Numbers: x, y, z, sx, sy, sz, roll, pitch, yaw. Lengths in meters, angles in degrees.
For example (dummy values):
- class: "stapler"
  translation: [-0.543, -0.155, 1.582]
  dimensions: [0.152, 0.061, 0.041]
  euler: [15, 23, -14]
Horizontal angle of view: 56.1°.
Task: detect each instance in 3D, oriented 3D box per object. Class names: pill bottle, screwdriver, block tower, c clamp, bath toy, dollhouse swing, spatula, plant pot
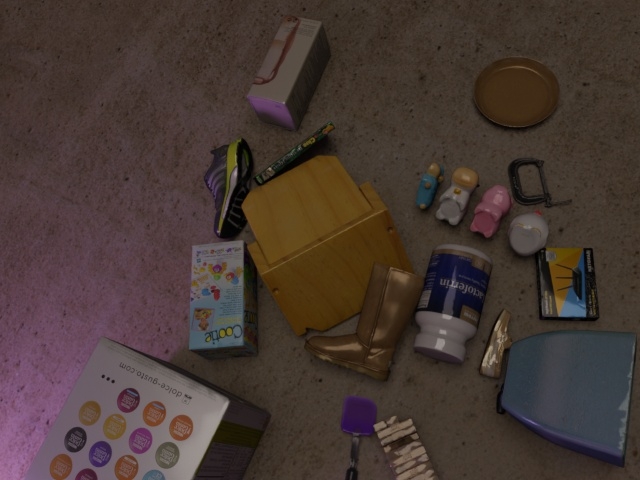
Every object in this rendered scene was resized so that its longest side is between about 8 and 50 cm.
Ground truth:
- class: "pill bottle"
  translation: [0.318, 0.154, 1.466]
  dimensions: [0.153, 0.153, 0.265]
  euler: [13, 73, 14]
- class: "screwdriver"
  translation: [0.446, 0.334, 1.449]
  dimensions: [0.025, 0.024, 0.170]
  euler: [25, 65, -13]
- class: "block tower"
  translation: [0.228, 0.563, 1.355]
  dimensions: [0.090, 0.097, 0.336]
  euler: [-24, 68, 1]
- class: "c clamp"
  translation: [0.580, -0.156, 1.614]
  dimensions: [0.137, 0.022, 0.161]
  euler: [-15, 69, 10]
- class: "bath toy"
  translation: [0.431, -0.088, 1.562]
  dimensions: [0.348, 0.129, 0.151]
  euler: [29, 121, 21]
- class: "dollhouse swing"
  translation: [0.000, 0.000, 1.602]
  dimensions: [0.346, 0.315, 0.305]
  euler: [-29, 32, -2]
- class: "spatula"
  translation: [0.079, 0.521, 1.430]
  dimensions: [0.084, 0.030, 0.297]
  euler: [5, 70, 9]
- class: "plant pot"
  translation: [0.542, 0.329, 1.320]
  dimensions: [0.252, 0.248, 0.247]
  euler: [7, 70, 29]
- class: "plant pot"
  translation: [0.555, -0.418, 1.711]
  dimensions: [0.236, 0.032, 0.236]
  euler: [-3, 69, 8]

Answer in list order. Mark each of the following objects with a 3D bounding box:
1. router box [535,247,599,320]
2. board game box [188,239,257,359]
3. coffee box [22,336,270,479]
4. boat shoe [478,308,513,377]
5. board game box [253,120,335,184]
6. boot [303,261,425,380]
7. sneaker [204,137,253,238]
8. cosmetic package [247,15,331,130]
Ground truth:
- class: "router box"
  translation: [0.609, 0.108, 1.490]
  dimensions: [0.133, 0.046, 0.179]
  euler: [-1, 69, 10]
- class: "board game box"
  translation: [-0.249, 0.157, 1.567]
  dimensions: [0.144, 0.142, 0.275]
  euler: [-5, 68, 7]
- class: "coffee box"
  translation: [-0.366, 0.463, 1.363]
  dimensions: [0.337, 0.338, 0.334]
  euler: [21, 75, 17]
- class: "boat shoe"
  translation: [0.437, 0.252, 1.459]
  dimensions: [0.059, 0.063, 0.170]
  euler: [20, 83, 14]
- class: "board game box"
  translation: [-0.077, -0.244, 1.702]
  dimensions: [0.259, 0.136, 0.030]
  euler: [-38, 101, -5]
- class: "boot"
  translation: [0.107, 0.183, 1.490]
  dimensions: [0.236, 0.089, 0.270]
  euler: [18, 90, 8]
- class: "sneaker"
  translation: [-0.272, -0.144, 1.722]
  dimensions: [0.121, 0.111, 0.300]
  euler: [-6, 66, 25]
- class: "cosmetic package"
  translation: [-0.088, -0.498, 1.790]
  dimensions: [0.129, 0.153, 0.296]
  euler: [16, 71, 17]
